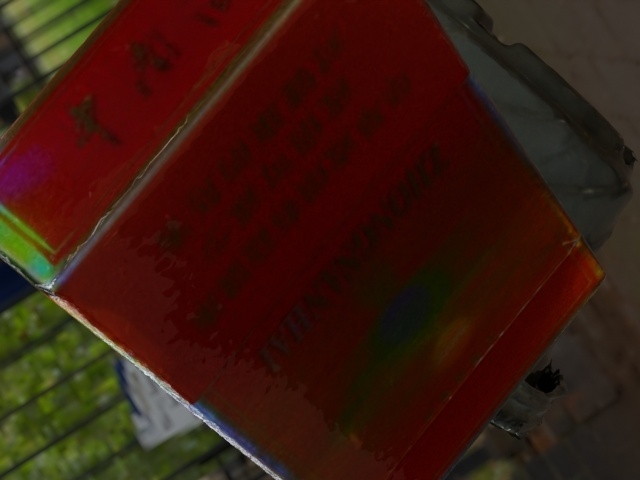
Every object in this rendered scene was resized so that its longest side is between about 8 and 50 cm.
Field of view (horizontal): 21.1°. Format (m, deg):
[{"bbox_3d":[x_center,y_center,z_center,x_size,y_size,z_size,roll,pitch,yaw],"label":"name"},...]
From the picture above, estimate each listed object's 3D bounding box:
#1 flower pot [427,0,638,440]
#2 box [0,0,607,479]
[{"bbox_3d":[0.052,-0.030,0.788,0.235,0.140,0.235,42,-173,-6],"label":"flower pot"},{"bbox_3d":[-0.001,0.000,0.444,0.048,0.112,0.175,34,170,39],"label":"box"}]
